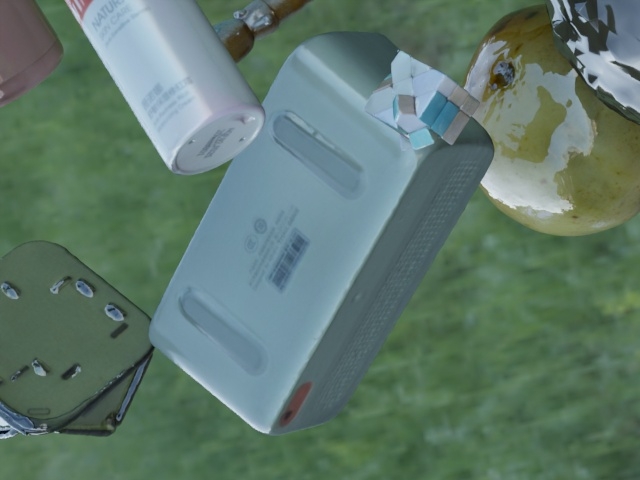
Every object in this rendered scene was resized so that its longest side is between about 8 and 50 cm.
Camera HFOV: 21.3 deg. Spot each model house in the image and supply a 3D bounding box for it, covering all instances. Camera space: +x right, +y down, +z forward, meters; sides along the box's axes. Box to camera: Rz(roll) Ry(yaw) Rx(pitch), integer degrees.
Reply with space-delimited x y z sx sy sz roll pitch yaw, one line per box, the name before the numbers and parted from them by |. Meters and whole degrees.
model house | -0.312 0.179 1.970 0.218 0.205 0.278 37 149 24

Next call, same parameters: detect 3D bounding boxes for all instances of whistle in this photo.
whistle | -0.099 -0.251 2.082 0.057 0.220 0.107 58 163 -18

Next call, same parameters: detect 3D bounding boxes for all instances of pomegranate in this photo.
pomegranate | 0.328 -0.154 2.152 0.319 0.319 0.319 168 90 -85

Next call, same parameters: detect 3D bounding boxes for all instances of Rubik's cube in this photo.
Rubik's cube | 0.081 -0.112 1.447 0.075 0.073 0.084 30 -178 -32

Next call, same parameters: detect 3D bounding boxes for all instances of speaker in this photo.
speaker | 0.000 0.000 1.764 0.184 0.183 0.406 41 116 25

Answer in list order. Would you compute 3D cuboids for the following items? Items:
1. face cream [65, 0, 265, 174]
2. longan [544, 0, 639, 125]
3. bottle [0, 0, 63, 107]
face cream | -0.172 -0.220 1.486 0.345 0.102 0.102 57 167 19
longan | 0.391 -0.281 1.646 0.391 0.391 0.391 168 90 -85
bottle | -0.452 -0.323 2.118 0.173 0.206 0.297 0 127 52
